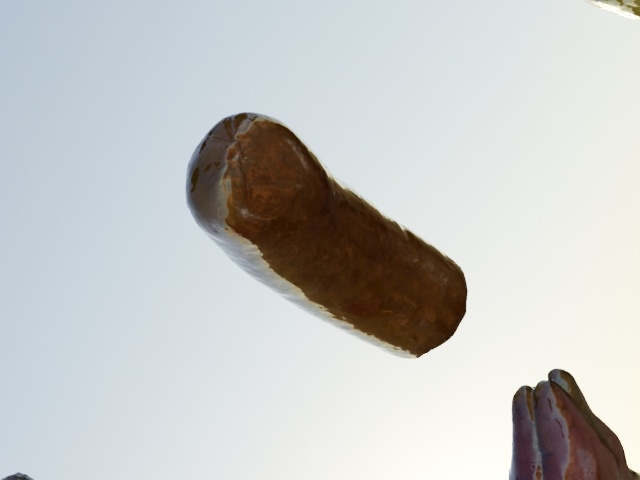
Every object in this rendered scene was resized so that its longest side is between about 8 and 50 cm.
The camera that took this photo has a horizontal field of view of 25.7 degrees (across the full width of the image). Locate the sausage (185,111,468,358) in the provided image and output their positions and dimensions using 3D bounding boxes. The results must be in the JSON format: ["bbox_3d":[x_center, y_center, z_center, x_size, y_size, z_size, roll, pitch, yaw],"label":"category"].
[{"bbox_3d":[0.000,-0.002,1.021,0.270,0.109,0.109,37,-114,-44],"label":"sausage"}]

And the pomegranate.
[{"bbox_3d":[0.172,0.202,0.876,0.214,0.214,0.248,-23,-83,-71],"label":"pomegranate"}]

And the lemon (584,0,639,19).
[{"bbox_3d":[0.317,-0.359,1.270,0.364,0.364,0.364,14,-90,-75],"label":"lemon"}]

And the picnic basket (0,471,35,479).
[{"bbox_3d":[-0.262,0.231,1.133,0.083,0.072,0.072,-36,-39,-40],"label":"picnic basket"}]
